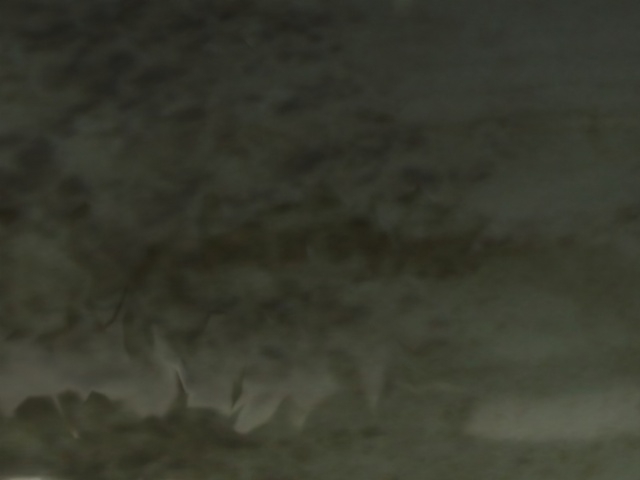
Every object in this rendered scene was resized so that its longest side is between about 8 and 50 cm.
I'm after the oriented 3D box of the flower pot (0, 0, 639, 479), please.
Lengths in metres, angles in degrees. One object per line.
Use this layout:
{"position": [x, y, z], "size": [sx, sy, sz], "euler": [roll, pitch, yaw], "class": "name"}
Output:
{"position": [0.000, 0.000, 0.555], "size": [0.330, 0.293, 0.293], "euler": [-4, -122, -17], "class": "flower pot"}
